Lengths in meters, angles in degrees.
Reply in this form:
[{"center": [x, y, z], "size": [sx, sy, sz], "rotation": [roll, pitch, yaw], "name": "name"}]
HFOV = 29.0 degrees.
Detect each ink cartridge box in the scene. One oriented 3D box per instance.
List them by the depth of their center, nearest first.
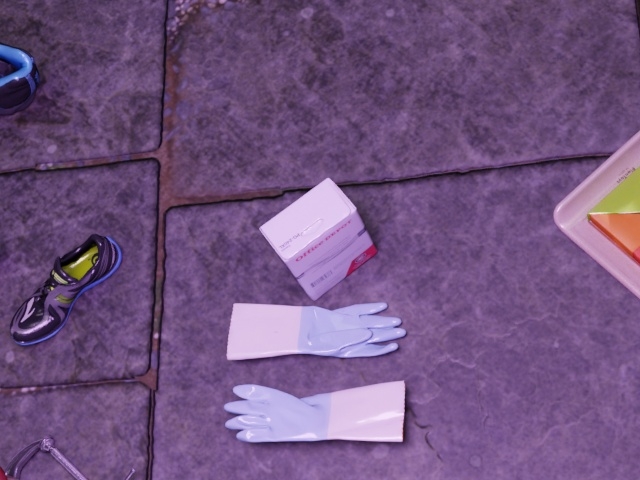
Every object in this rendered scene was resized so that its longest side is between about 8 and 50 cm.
[{"center": [0.000, 0.000, 1.562], "size": [0.109, 0.150, 0.063], "rotation": [-37, 64, -3], "name": "ink cartridge box"}]

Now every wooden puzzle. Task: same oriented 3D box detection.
[{"center": [0.443, -0.029, 1.521], "size": [0.221, 0.044, 0.238], "rotation": [-41, 65, -5], "name": "wooden puzzle"}]

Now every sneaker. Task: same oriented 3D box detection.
[{"center": [-0.351, 0.060, 1.667], "size": [0.188, 0.078, 0.067], "rotation": [-45, 65, -6], "name": "sneaker"}, {"center": [-0.564, -0.262, 1.737], "size": [0.341, 0.140, 0.125], "rotation": [5, 81, -19], "name": "sneaker"}]

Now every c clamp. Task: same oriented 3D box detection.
[{"center": [-0.330, 0.309, 1.592], "size": [0.161, 0.022, 0.137], "rotation": [32, 85, 23], "name": "c clamp"}]

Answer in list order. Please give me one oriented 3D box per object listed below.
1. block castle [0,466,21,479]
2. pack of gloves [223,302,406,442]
[{"center": [-0.491, 0.483, 1.445], "size": [0.453, 0.213, 0.303], "rotation": [-40, 64, -1], "name": "block castle"}, {"center": [-0.005, 0.171, 1.564], "size": [0.232, 0.046, 0.195], "rotation": [-2, 56, 10], "name": "pack of gloves"}]
